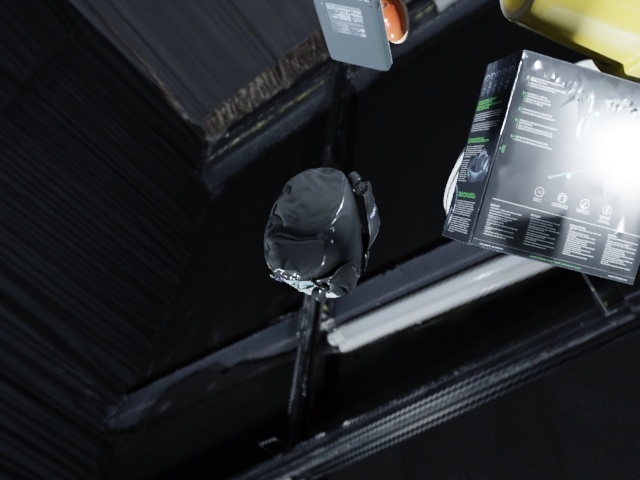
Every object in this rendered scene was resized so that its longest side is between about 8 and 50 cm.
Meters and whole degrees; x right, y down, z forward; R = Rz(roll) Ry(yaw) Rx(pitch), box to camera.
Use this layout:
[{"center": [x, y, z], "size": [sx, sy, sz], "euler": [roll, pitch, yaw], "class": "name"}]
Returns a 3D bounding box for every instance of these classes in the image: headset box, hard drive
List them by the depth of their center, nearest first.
[{"center": [0.044, -0.290, 0.865], "size": [0.094, 0.135, 0.022], "euler": [19, -110, 22], "class": "hard drive"}, {"center": [0.335, -0.108, 0.891], "size": [0.131, 0.247, 0.282], "euler": [-134, -123, -80], "class": "headset box"}]

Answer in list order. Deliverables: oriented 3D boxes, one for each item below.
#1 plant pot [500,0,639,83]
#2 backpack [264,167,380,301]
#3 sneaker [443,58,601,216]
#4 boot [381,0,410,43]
[{"center": [0.377, -0.345, 0.815], "size": [0.254, 0.239, 0.253], "euler": [-172, -90, -82], "class": "plant pot"}, {"center": [0.000, 0.000, 0.772], "size": [0.115, 0.182, 0.151], "euler": [20, -101, 18], "class": "backpack"}, {"center": [0.385, -0.113, 1.194], "size": [0.447, 0.169, 0.257], "euler": [-50, -162, 42], "class": "sneaker"}, {"center": [0.083, -0.376, 0.992], "size": [0.059, 0.157, 0.084], "euler": [-14, -158, 43], "class": "boot"}]
